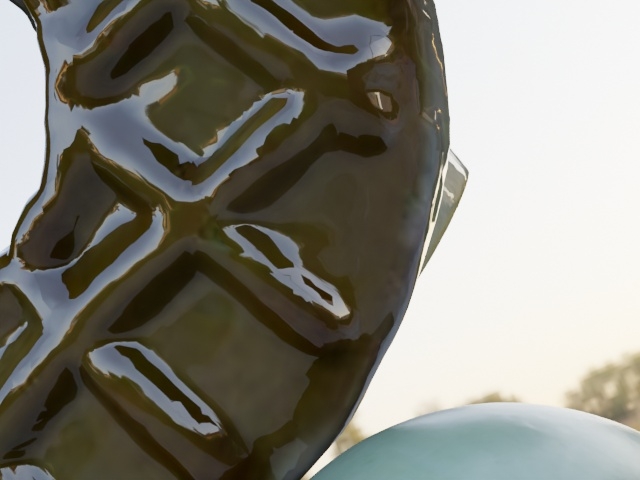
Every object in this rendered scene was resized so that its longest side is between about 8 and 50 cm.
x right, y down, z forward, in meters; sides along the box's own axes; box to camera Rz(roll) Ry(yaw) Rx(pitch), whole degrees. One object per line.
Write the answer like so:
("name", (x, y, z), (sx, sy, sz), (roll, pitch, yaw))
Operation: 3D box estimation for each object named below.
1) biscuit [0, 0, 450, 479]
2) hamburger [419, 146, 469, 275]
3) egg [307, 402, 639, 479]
("biscuit", (-0.121, -0.034, 0.448), (0.332, 0.332, 0.103), (-25, -6, 11))
("hamburger", (0.000, 0.000, 1.192), (0.227, 0.151, 0.295), (-57, 2, -41))
("egg", (0.059, 0.122, 0.402), (0.149, 0.149, 0.192), (-30, -29, 30))
